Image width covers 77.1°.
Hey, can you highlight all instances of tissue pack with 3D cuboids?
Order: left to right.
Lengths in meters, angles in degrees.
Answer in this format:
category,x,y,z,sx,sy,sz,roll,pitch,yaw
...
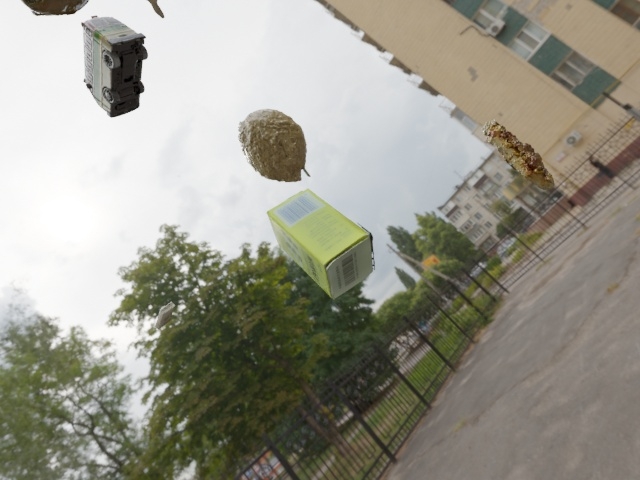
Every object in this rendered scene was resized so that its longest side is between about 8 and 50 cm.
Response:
category,x,y,z,sx,sy,sz,roll,pitch,yaw
tissue pack,-0.534,0.259,1.379,0.056,0.023,0.108,-43,-11,-47

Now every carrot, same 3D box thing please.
category,x,y,z,sx,sy,sz,roll,pitch,yaw
carrot,-0.628,-0.655,0.997,0.138,0.139,0.301,117,163,-48

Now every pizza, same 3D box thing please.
category,x,y,z,sx,sy,sz,roll,pitch,yaw
pizza,0.530,-0.232,1.065,0.127,0.246,0.058,2,-42,-37

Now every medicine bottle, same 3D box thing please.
category,x,y,z,sx,sy,sz,roll,pitch,yaw
medicine bottle,0.000,0.000,0.965,0.141,0.250,0.137,-32,-41,-20

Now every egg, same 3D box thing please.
category,x,y,z,sx,sy,sz,roll,pitch,yaw
egg,-0.082,-0.166,0.712,0.116,0.140,0.118,-38,29,18

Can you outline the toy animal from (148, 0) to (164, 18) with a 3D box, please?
category,x,y,z,sx,sy,sz,roll,pitch,yaw
toy animal,-0.532,-0.804,1.248,0.104,0.185,0.183,-21,-48,-5

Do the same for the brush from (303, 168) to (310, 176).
category,x,y,z,sx,sy,sz,roll,pitch,yaw
brush,-0.059,-0.246,1.385,0.083,0.016,0.013,49,-119,-44

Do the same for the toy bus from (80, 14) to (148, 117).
category,x,y,z,sx,sy,sz,roll,pitch,yaw
toy bus,-0.732,-0.607,1.412,0.143,0.179,0.305,-48,-5,-42
